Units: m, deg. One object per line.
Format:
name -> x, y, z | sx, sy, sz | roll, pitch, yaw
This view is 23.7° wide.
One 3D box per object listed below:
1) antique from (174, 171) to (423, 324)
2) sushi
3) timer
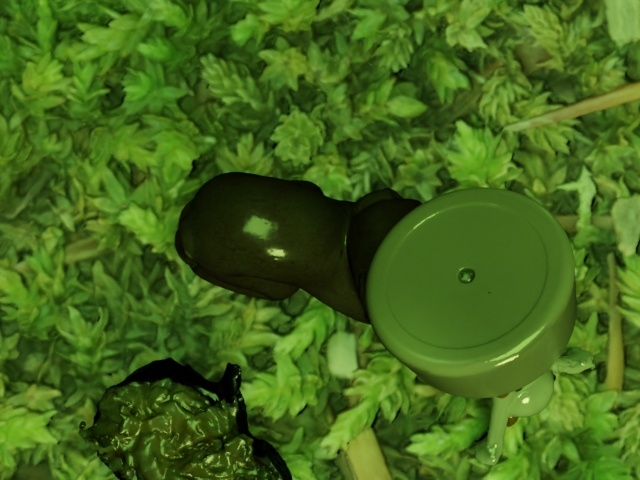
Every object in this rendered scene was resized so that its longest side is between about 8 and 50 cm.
antique -> 0.000, 0.000, 1.384 | 0.257, 0.143, 0.121 | 13, 81, -6
sushi -> -0.099, 0.196, 1.364 | 0.147, 0.115, 0.212 | -40, 87, -8
timer -> 0.159, 0.095, 1.340 | 0.175, 0.266, 0.175 | -10, 56, 16
